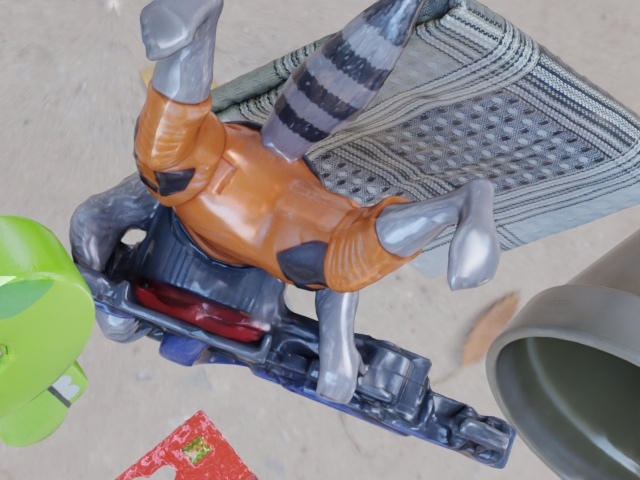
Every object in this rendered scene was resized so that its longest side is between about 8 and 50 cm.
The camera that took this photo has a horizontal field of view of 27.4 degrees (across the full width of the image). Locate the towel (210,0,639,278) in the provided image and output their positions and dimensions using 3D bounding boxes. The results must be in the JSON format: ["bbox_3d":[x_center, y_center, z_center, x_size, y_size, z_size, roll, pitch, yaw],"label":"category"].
[{"bbox_3d":[0.074,-0.060,1.015,0.312,0.324,0.056,25,60,-41],"label":"towel"}]

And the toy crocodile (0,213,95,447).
[{"bbox_3d":[-0.139,-0.020,0.306,0.105,0.340,0.115,-34,68,-6],"label":"toy crocodile"}]

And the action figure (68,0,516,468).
[{"bbox_3d":[0.000,0.000,0.776,0.341,0.330,0.179,24,69,-11],"label":"action figure"}]

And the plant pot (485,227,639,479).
[{"bbox_3d":[0.360,0.096,1.218,0.323,0.323,0.280,46,66,-13],"label":"plant pot"}]

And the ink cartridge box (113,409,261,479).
[{"bbox_3d":[-0.081,0.231,0.919,0.145,0.045,0.179,-39,90,-8],"label":"ink cartridge box"}]
